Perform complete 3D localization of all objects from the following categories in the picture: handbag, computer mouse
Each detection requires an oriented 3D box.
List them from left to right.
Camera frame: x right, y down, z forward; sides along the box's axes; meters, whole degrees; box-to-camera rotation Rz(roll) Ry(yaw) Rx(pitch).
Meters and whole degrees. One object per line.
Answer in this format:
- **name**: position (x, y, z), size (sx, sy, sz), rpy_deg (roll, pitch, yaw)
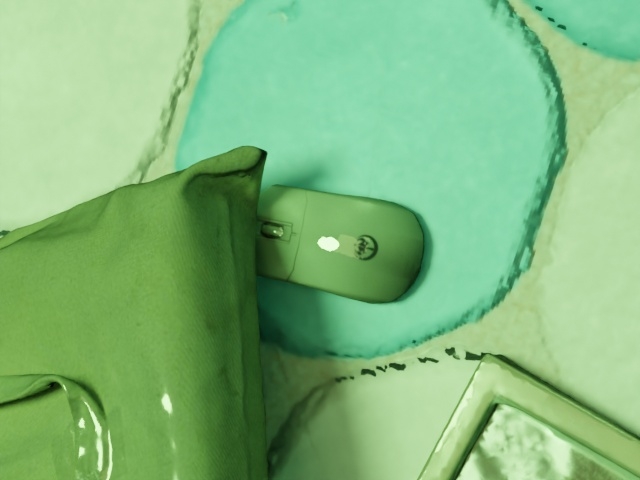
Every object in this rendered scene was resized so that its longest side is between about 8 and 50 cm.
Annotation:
- **handbag**: position (-0.128, 0.125, 0.951), size (0.253, 0.109, 0.316), rpy_deg (-16, 67, 29)
- **computer mouse**: position (0.000, 0.000, 0.966), size (0.110, 0.032, 0.056), rpy_deg (11, 88, 22)

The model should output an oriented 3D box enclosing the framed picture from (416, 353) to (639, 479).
- **framed picture**: position (0.161, 0.234, 0.885), size (0.324, 0.020, 0.241), rpy_deg (31, 95, 22)
